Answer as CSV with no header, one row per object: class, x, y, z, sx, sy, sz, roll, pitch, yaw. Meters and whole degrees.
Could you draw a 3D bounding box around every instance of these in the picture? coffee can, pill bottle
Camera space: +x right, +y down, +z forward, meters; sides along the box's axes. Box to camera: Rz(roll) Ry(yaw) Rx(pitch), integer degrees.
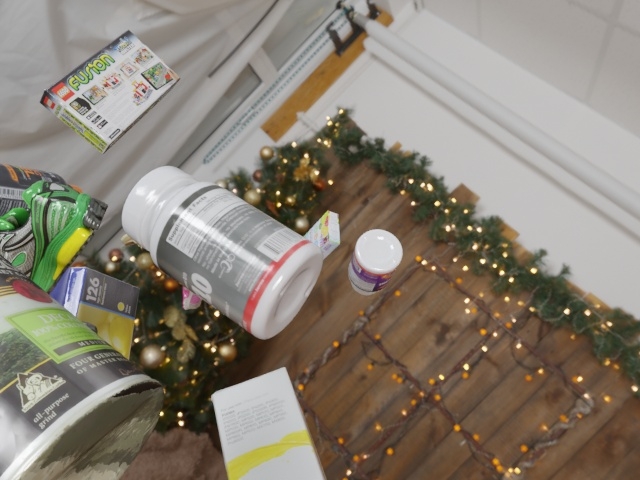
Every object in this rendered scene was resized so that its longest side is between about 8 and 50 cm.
coffee can,-0.324,0.139,0.473,0.275,0.201,0.201,33,-2,14
pill bottle,-0.153,0.011,0.756,0.283,0.161,0.161,31,-3,17
pill bottle,-0.633,-0.091,1.048,0.130,0.130,0.246,45,16,20
pill bottle,0.124,0.062,1.177,0.108,0.108,0.193,45,-21,16

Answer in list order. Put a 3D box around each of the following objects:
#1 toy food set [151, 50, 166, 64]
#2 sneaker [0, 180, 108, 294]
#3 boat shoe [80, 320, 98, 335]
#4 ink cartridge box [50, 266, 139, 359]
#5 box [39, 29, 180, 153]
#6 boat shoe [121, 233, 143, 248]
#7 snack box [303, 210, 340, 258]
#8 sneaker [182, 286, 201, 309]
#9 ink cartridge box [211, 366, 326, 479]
toy food set,-0.432,-0.442,1.245,0.082,0.020,0.083,41,-41,-14
sneaker,-0.549,0.014,0.935,0.146,0.343,0.134,34,24,-25
boat shoe,-0.679,0.234,1.110,0.335,0.121,0.119,8,15,-17
ink cartridge box,-0.696,0.245,1.484,0.307,0.072,0.303,42,45,-58
box,-0.329,-0.244,0.794,0.114,0.207,0.036,42,-42,-18
boat shoe,-0.381,-0.005,1.073,0.050,0.135,0.045,-12,85,-61
snack box,0.000,0.000,1.327,0.037,0.141,0.100,18,51,-24
sneaker,-0.350,0.135,1.459,0.252,0.111,0.103,120,-33,-59
ink cartridge box,-0.062,0.477,0.909,0.384,0.160,0.279,-118,-168,-45
